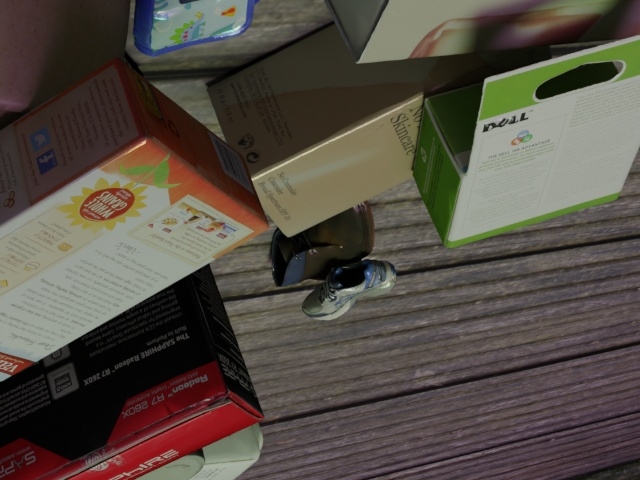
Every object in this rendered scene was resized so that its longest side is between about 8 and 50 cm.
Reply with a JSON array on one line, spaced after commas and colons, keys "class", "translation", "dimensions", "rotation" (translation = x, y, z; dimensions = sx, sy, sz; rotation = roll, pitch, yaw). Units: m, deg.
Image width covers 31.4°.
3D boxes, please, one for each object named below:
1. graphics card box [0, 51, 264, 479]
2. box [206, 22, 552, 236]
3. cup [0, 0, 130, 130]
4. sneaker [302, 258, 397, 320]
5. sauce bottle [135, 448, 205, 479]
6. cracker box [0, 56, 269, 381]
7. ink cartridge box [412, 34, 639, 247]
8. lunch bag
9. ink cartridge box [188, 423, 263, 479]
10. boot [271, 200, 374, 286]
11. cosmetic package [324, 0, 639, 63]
[{"class": "graphics card box", "translation": [-0.215, 0.025, 0.936], "dimensions": [0.233, 0.371, 0.094], "rotation": [-27, 153, 6]}, {"class": "box", "translation": [0.065, -0.141, 1.119], "dimensions": [0.311, 0.121, 0.148], "rotation": [-26, 152, 7]}, {"class": "cup", "translation": [-0.264, -0.130, 0.758], "dimensions": [0.331, 0.237, 0.331], "rotation": [-18, 154, -9]}, {"class": "sneaker", "translation": [0.024, 0.054, 1.398], "dimensions": [0.135, 0.052, 0.058], "rotation": [-30, 147, 29]}, {"class": "sauce bottle", "translation": [-0.187, 0.060, 1.055], "dimensions": [0.111, 0.344, 0.111], "rotation": [-19, 152, -11]}, {"class": "cracker box", "translation": [-0.171, -0.003, 0.725], "dimensions": [0.232, 0.067, 0.156], "rotation": [-30, 152, 13]}, {"class": "ink cartridge box", "translation": [0.195, -0.118, 1.021], "dimensions": [0.189, 0.097, 0.255], "rotation": [-16, 150, -11]}, {"class": "lunch bag", "translation": [-0.082, -0.219, 0.829], "dimensions": [0.151, 0.096, 0.129], "rotation": [-48, 165, -30]}, {"class": "ink cartridge box", "translation": [-0.287, 0.158, 1.232], "dimensions": [0.385, 0.279, 0.160], "rotation": [5, 144, -43]}, {"class": "boot", "translation": [0.000, 0.000, 1.383], "dimensions": [0.106, 0.082, 0.219], "rotation": [-18, 156, -14]}, {"class": "cosmetic package", "translation": [0.151, -0.250, 0.949], "dimensions": [0.296, 0.153, 0.129], "rotation": [-8, 150, -24]}]
